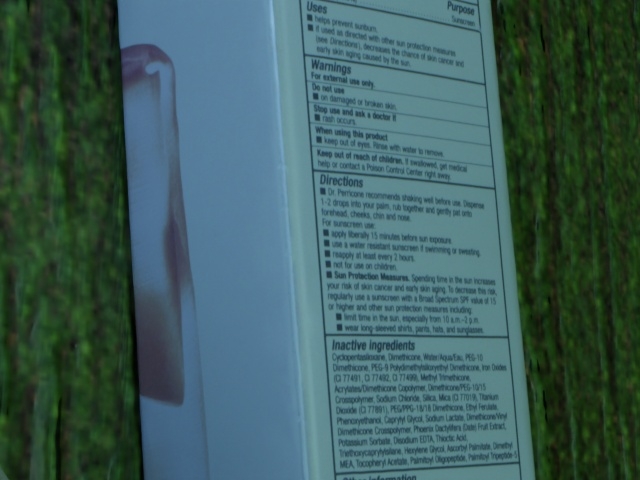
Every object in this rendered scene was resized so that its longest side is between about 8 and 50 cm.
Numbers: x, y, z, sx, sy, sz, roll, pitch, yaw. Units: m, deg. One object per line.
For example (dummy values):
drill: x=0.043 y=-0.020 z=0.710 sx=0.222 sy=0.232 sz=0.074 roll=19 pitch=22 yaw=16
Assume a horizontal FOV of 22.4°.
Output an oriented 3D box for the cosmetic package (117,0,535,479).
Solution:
cosmetic package: x=0.000 y=0.000 z=0.776 sx=0.153 sy=0.129 sz=0.296 roll=5 pitch=77 yaw=-41

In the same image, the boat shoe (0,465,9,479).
boat shoe: x=-0.100 y=0.191 z=0.650 sx=0.302 sy=0.113 sz=0.103 roll=57 pitch=43 yaw=-26
